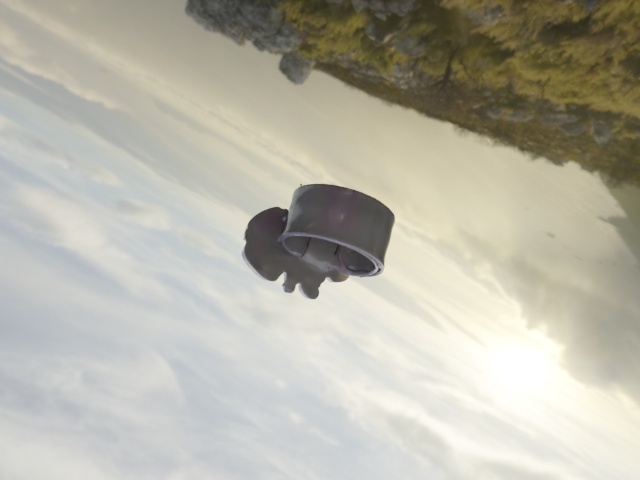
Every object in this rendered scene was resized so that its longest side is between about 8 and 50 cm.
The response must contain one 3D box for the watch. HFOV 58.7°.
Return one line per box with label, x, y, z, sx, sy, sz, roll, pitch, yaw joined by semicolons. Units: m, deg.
watch;0.000;0.000;1.042;0.244;0.196;0.231;23;162;-22
